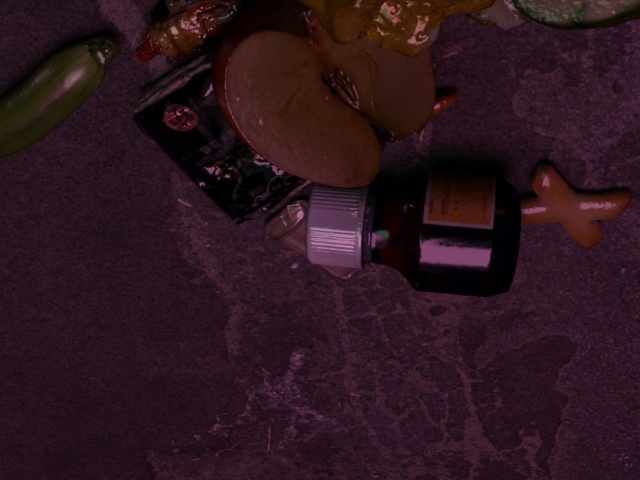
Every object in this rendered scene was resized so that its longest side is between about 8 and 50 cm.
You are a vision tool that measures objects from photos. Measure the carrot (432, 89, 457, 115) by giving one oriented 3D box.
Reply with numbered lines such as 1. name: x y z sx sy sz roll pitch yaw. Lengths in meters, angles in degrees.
1. carrot: 0.186 -0.241 1.975 0.139 0.048 0.048 -17 131 17

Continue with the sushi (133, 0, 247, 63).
1. sushi: -0.232 -0.374 1.840 0.226 0.103 0.097 -24 155 21

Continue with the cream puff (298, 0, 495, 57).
1. cream puff: 0.086 -0.431 1.547 0.274 0.323 0.270 -30 173 -21

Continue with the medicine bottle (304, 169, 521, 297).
1. medicine bottle: 0.171 -0.024 2.057 0.395 0.242 0.242 7 134 3

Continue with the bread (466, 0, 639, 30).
1. bread: 0.350 -0.457 1.602 0.366 0.129 0.382 39 136 5

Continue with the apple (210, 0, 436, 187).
1. apple: 0.014 -0.267 1.792 0.329 0.295 0.365 -21 128 30

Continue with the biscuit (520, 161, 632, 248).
1. biscuit: 0.488 -0.064 2.132 0.208 0.047 0.164 18 133 -14

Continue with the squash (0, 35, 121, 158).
1. squash: -0.514 -0.249 1.965 0.395 0.107 0.107 -30 125 27

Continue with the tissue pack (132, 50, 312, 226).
1. tissue pack: -0.152 -0.192 1.989 0.245 0.123 0.332 -25 128 27

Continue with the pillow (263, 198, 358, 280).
1. pillow: 0.000 0.000 2.223 0.233 0.038 0.131 33 123 -26
